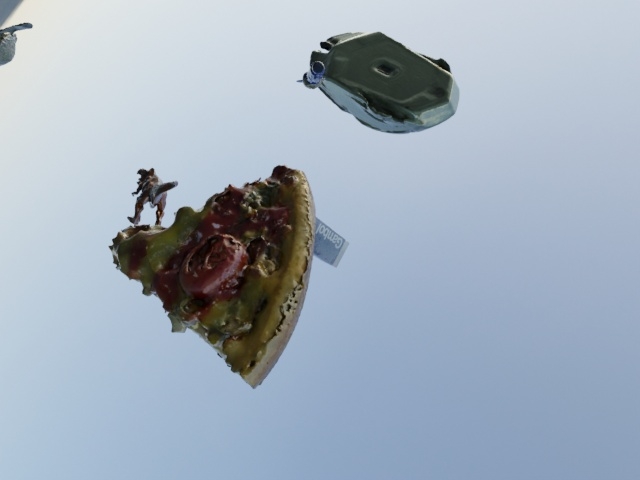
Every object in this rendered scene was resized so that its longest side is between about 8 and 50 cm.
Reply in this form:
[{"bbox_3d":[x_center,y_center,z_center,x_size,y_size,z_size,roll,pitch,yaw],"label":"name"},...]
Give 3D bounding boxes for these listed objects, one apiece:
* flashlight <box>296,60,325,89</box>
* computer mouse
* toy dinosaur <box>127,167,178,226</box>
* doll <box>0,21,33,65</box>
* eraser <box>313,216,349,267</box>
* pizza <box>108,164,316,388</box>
[{"bbox_3d":[-0.011,-0.299,0.986,0.121,0.057,0.036,-149,-125,-80],"label":"flashlight"},{"bbox_3d":[0.157,-0.385,1.350,0.228,0.145,0.429,-44,-118,-14],"label":"computer mouse"},{"bbox_3d":[-0.527,-0.122,1.706,0.432,0.097,0.208,27,-79,53],"label":"toy dinosaur"},{"bbox_3d":[-0.845,-0.493,1.326,0.202,0.091,0.286,-38,-166,20],"label":"doll"},{"bbox_3d":[0.000,0.000,1.503,0.046,0.212,0.092,24,-96,38],"label":"eraser"},{"bbox_3d":[-0.213,0.031,0.949,0.405,0.130,0.440,1,-126,11],"label":"pizza"}]
